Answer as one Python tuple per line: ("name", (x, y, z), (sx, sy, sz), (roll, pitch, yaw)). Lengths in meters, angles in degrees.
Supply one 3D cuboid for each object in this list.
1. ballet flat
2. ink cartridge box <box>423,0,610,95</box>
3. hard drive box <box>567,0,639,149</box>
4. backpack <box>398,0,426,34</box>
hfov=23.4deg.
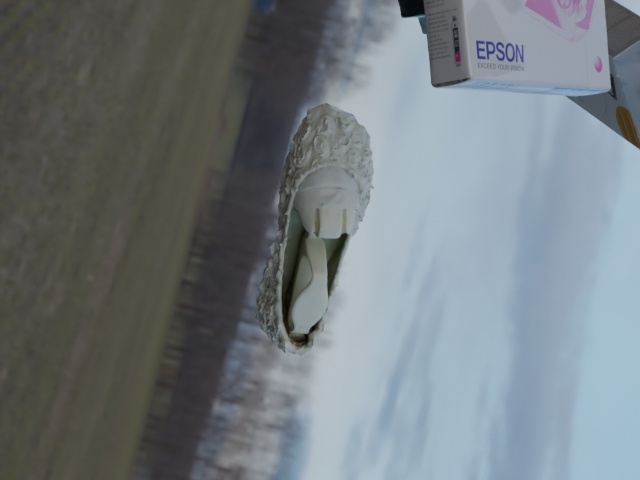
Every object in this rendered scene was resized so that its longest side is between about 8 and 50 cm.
("ballet flat", (0.000, 0.000, 2.337), (0.147, 0.147, 0.408), (-84, -174, -63))
("ink cartridge box", (0.239, -0.345, 1.888), (0.071, 0.324, 0.330), (-4, -90, 41))
("hard drive box", (0.429, -0.263, 2.296), (0.181, 0.089, 0.232), (62, -7, -35))
("backpack", (0.213, -0.394, 2.281), (0.188, 0.166, 0.144), (-54, 126, -36))
